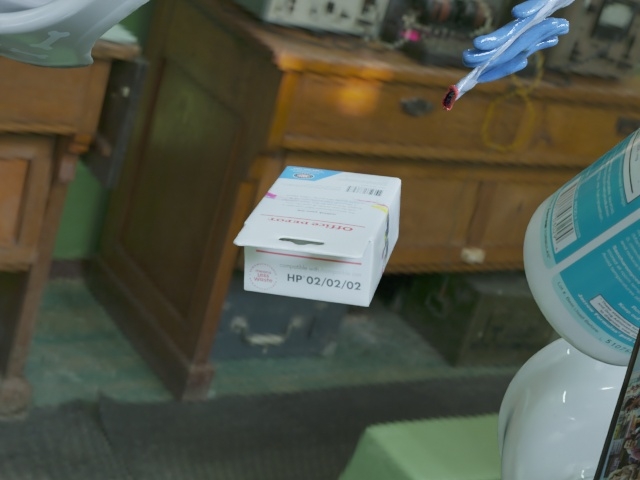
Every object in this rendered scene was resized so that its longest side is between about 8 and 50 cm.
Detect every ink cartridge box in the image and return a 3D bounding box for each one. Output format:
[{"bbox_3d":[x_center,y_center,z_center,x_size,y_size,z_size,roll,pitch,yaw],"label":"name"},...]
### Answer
[{"bbox_3d":[0.000,0.000,1.018,0.104,0.061,0.181,7,23,11],"label":"ink cartridge box"}]

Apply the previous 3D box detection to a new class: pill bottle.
[{"bbox_3d":[0.265,-0.023,0.837,0.146,0.264,0.146,13,60,-23],"label":"pill bottle"}]

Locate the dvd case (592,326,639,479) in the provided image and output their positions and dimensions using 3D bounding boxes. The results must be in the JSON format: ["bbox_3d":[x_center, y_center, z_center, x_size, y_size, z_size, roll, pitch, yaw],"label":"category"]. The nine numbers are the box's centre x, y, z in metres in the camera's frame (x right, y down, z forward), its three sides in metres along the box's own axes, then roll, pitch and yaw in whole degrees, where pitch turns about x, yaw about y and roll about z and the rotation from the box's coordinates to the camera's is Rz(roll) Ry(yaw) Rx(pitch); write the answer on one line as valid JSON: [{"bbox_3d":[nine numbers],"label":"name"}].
[{"bbox_3d":[0.206,0.026,0.486,0.022,0.180,0.253,31,-25,-15],"label":"dvd case"}]

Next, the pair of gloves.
[{"bbox_3d":[0.198,-0.198,1.253,0.159,0.198,0.023,-34,81,-14],"label":"pair of gloves"}]

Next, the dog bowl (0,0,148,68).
[{"bbox_3d":[-0.235,-0.317,1.018,0.349,0.348,0.102,25,11,18],"label":"dog bowl"}]

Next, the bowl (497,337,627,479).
[{"bbox_3d":[0.281,0.233,1.105,0.298,0.298,0.134,23,35,15],"label":"bowl"}]
